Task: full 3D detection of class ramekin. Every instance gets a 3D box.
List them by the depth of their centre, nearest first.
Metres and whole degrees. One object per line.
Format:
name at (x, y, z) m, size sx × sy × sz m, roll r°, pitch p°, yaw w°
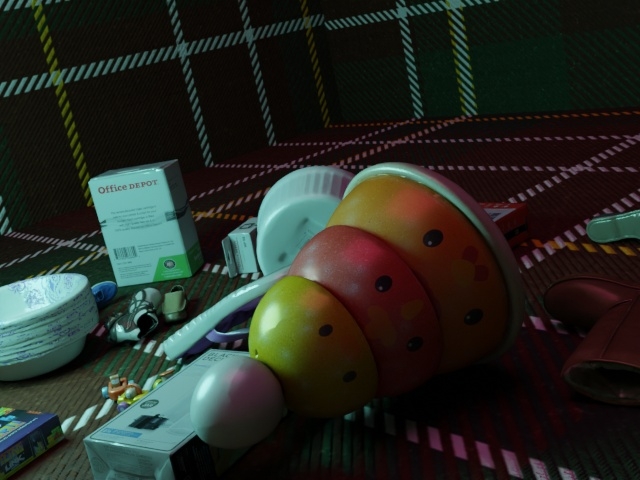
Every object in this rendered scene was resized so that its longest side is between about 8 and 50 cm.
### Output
ramekin at (0.000, 0.000, 1.700) m, size 0.277 × 0.277 × 0.135 m, roll -9°, pitch 23°, yaw 8°

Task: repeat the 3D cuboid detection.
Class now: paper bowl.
paper bowl at (-0.593, 0.182, 1.702) m, size 0.284 × 0.148 × 0.284 m, roll -10°, pitch 15°, yaw 3°

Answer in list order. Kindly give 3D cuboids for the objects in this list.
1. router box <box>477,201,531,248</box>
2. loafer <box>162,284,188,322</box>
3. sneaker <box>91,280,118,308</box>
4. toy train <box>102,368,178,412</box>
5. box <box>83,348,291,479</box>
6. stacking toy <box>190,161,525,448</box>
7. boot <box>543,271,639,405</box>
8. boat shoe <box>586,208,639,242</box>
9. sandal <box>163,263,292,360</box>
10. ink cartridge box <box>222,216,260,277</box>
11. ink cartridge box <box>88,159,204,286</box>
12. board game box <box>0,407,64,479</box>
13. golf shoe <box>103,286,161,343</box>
router box at (0.247, -0.005, 1.872) m, size 0.335 × 0.082 × 0.301 m, roll 4°, pitch 22°, yaw 44°
loafer at (-0.322, 0.139, 1.837) m, size 0.056 × 0.050 × 0.148 m, roll -13°, pitch 15°, yaw -3°
sneaker at (-0.537, 0.144, 1.959) m, size 0.152 × 0.058 × 0.084 m, roll -24°, pitch 13°, yaw -25°
toy train at (-0.302, 0.246, 1.452) m, size 0.166 × 0.046 × 0.125 m, roll -13°, pitch 16°, yaw -4°
box at (-0.177, 0.263, 1.222) m, size 0.169 × 0.087 × 0.290 m, roll 0°, pitch 19°, yaw 34°
stacking toy at (0.023, 0.138, 1.178) m, size 0.480 × 0.351 × 0.350 m, roll -36°, pitch 26°, yaw -30°
boot at (0.409, 0.138, 1.239) m, size 0.236 × 0.089 × 0.269 m, roll -1°, pitch 20°, yaw 34°
boat shoe at (0.651, -0.037, 1.706) m, size 0.206 × 0.075 × 0.065 m, roll -4°, pitch 19°, yaw 41°
sandal at (-0.129, 0.142, 1.458) m, size 0.169 × 0.102 × 0.416 m, roll -27°, pitch -4°, yaw -40°
ink cartridge box at (-0.171, 0.016, 2.068) m, size 0.060 × 0.104 × 0.180 m, roll -5°, pitch 17°, yaw 21°
ink cartridge box at (-0.439, -0.046, 2.133) m, size 0.211 × 0.289 × 0.121 m, roll -7°, pitch 16°, yaw 14°
board game box at (-0.516, 0.327, 1.317) m, size 0.141 × 0.048 × 0.170 m, roll -3°, pitch 17°, yaw 32°
golf shoe at (-0.373, 0.163, 1.774) m, size 0.093 × 0.077 × 0.198 m, roll 6°, pitch 27°, yaw 18°
